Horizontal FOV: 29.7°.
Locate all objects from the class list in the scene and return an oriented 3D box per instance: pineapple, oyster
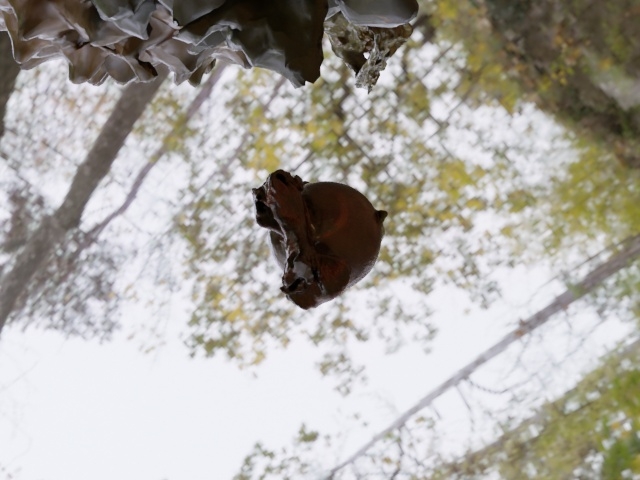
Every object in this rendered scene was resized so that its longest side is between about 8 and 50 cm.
[{"bbox_3d":[-0.060,-0.144,0.454,0.223,0.223,0.357,27,-169,-19],"label":"pineapple"},{"bbox_3d":[0.031,-0.191,1.053,0.105,0.177,0.056,33,-110,34],"label":"oyster"}]

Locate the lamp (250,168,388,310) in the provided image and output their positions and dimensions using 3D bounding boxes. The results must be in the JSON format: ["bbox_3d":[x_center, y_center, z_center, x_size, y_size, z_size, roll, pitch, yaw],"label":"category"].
[{"bbox_3d":[-0.005,0.008,1.595,0.223,0.151,0.215,0,-129,-41],"label":"lamp"}]
